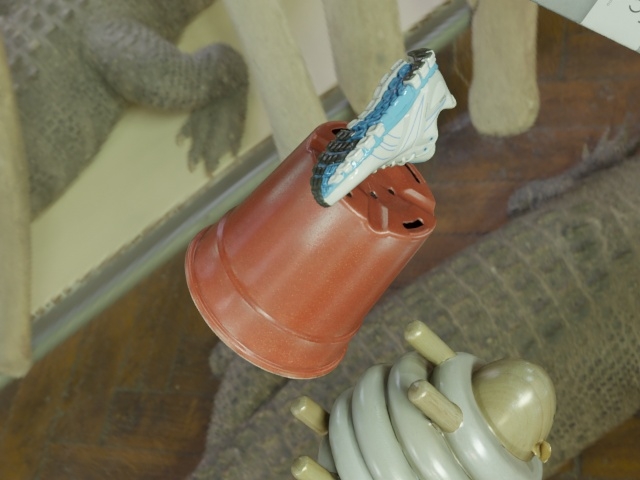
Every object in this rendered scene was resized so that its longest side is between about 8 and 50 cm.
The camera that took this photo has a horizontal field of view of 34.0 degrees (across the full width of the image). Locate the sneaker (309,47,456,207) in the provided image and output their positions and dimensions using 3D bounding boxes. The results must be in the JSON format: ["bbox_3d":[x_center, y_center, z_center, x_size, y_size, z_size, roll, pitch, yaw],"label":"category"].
[{"bbox_3d":[0.069,-0.093,1.005,0.191,0.083,0.071,-49,26,-17],"label":"sneaker"}]

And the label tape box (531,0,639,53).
[{"bbox_3d":[0.338,-0.293,1.131,0.106,0.333,0.241,-57,24,31],"label":"label tape box"}]

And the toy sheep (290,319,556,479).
[{"bbox_3d":[0.038,0.087,0.422,0.132,0.091,0.091,-34,50,26],"label":"toy sheep"}]

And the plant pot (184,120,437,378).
[{"bbox_3d":[0.000,0.000,1.406,0.265,0.272,0.272,-48,45,34],"label":"plant pot"}]
